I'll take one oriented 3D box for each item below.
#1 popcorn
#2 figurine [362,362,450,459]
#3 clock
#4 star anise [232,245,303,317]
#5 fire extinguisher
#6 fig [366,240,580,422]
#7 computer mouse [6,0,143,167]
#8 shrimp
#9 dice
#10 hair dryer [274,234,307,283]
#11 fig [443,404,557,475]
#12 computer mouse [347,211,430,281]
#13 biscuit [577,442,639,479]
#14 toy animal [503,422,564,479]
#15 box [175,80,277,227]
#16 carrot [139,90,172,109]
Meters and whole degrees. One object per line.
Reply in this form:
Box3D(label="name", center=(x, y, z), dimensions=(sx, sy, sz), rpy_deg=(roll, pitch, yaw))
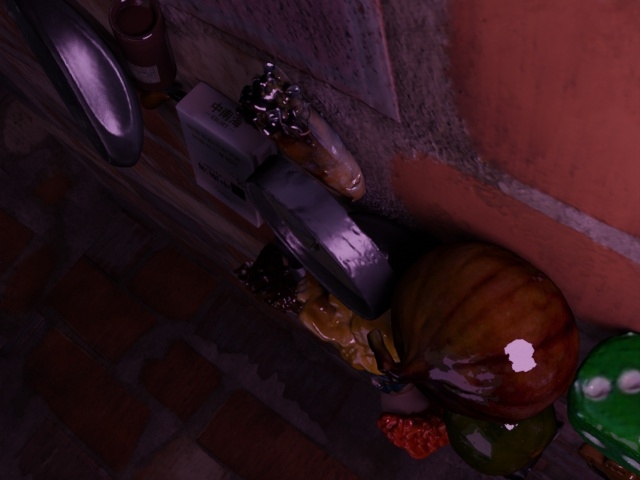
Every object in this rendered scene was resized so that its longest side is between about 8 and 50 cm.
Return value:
Box3D(label="popcorn", center=(0.083, 0.119, 1.171), dimensions=(0.253, 0.191, 0.190), rpy_deg=(35, 166, 14))
Box3D(label="figurine", center=(0.184, 0.319, 1.583), dimensions=(0.412, 0.241, 0.306), rpy_deg=(49, 158, -3))
Box3D(label="clock", center=(0.000, 0.000, 0.959), dimensions=(0.280, 0.055, 0.281), rpy_deg=(45, 170, 10))
Box3D(label="star anise", center=(-0.080, 0.112, 1.730), dimensions=(0.237, 0.148, 0.346), rpy_deg=(20, 180, -42))
Box3D(label="fire extinguisher", center=(-0.239, -0.263, 0.996), dimensions=(0.099, 0.071, 0.231), rpy_deg=(28, 167, 3))
Box3D(label="fig", center=(0.188, 0.119, 0.825), dimensions=(0.234, 0.214, 0.235), rpy_deg=(20, 137, 20))
Box3D(label="computer mouse", center=(-0.428, -0.308, 1.244), dimensions=(0.203, 0.114, 0.374), rpy_deg=(23, 145, 55))
Box3D(label="shrimp", center=(-0.039, -0.146, 0.888), dimensions=(0.178, 0.075, 0.289), rpy_deg=(32, 179, 36))
Box3D(label="dice", center=(0.370, 0.192, 0.785), dimensions=(0.120, 0.128, 0.131), rpy_deg=(25, 164, 50))
Box3D(label="hair dryer", center=(0.001, 0.052, 1.441), dimensions=(0.301, 0.121, 0.361), rpy_deg=(37, 180, -37))
Box3D(label="fig", center=(0.304, 0.283, 1.208), dimensions=(0.195, 0.195, 0.245), rpy_deg=(62, -176, -61))
Box3D(label="computer mouse", center=(0.129, 0.047, 1.006), dimensions=(0.270, 0.086, 0.137), rpy_deg=(49, 171, -3))
Box3D(label="biscuit", center=(0.615, 0.474, 1.320), dimensions=(0.236, 0.039, 0.180), rpy_deg=(18, 156, 51))
Box3D(label="toy animal", center=(0.382, 0.374, 1.368), dimensions=(0.179, 0.166, 0.138), rpy_deg=(44, 125, 12))
Box3D(label="box", center=(-0.147, -0.135, 1.130), dimensions=(0.155, 0.067, 0.243), rpy_deg=(37, 159, 13))
Box3D(label="carrot", center=(-0.286, -0.259, 1.209), dimensions=(0.037, 0.037, 0.190), rpy_deg=(43, 166, -23))
